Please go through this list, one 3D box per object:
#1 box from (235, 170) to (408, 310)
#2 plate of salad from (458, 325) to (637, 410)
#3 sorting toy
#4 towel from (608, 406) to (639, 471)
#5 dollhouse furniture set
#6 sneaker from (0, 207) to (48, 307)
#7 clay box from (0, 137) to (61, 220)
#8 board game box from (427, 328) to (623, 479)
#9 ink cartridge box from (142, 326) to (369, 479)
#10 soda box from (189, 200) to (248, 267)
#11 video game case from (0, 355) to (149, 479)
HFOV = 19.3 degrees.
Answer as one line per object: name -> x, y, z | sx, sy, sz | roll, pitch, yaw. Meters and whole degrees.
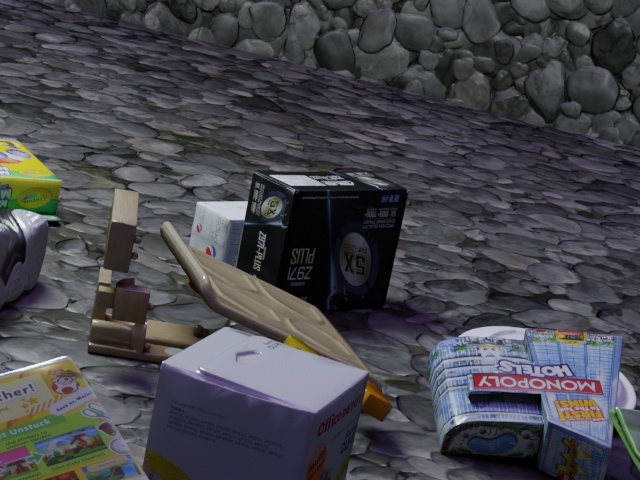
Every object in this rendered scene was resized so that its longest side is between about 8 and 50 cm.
box -> 0.000, 0.000, 2.157 | 0.180, 0.147, 0.077 | -1, 19, -42
plate of salad -> 0.231, 0.147, 1.972 | 0.200, 0.048, 0.200 | 13, 24, -6
sorting toy -> -0.044, 0.090, 1.879 | 0.229, 0.041, 0.307 | 31, 7, -23
towel -> 0.347, 0.205, 1.765 | 0.152, 0.023, 0.113 | 13, 37, -37
dollhouse furniture set -> -0.158, 0.041, 1.882 | 0.123, 0.151, 0.144 | 10, 16, -8
sneaker -> -0.386, 0.012, 1.932 | 0.153, 0.101, 0.268 | 13, 9, 8
clay box -> -0.406, -0.079, 2.334 | 0.127, 0.053, 0.222 | 3, 16, -28
board game box -> 0.209, 0.160, 1.816 | 0.194, 0.060, 0.194 | 4, 30, -6
ink cartridge box -> -0.055, 0.173, 1.413 | 0.127, 0.176, 0.128 | 16, 16, 16
soda box -> -0.051, -0.007, 2.299 | 0.216, 0.069, 0.074 | -1, 19, -41
video game case -> -0.214, 0.165, 1.109 | 0.227, 0.026, 0.206 | -16, 41, -23
